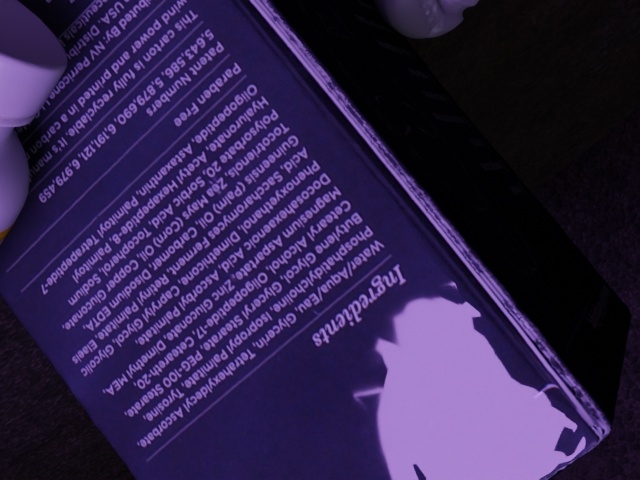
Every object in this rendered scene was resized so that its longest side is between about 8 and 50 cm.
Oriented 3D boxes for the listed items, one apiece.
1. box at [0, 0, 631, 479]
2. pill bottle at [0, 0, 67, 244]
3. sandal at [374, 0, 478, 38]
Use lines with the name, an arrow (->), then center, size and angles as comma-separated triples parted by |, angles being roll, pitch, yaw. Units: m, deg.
box -> 0.000, 0.000, 0.894 | 0.297, 0.472, 0.480 | -42, 171, 16
pill bottle -> -0.301, -0.012, 0.642 | 0.334, 0.188, 0.188 | -53, 158, 15
sandal -> 0.165, -0.389, 0.983 | 0.416, 0.102, 0.169 | -55, 143, 4
